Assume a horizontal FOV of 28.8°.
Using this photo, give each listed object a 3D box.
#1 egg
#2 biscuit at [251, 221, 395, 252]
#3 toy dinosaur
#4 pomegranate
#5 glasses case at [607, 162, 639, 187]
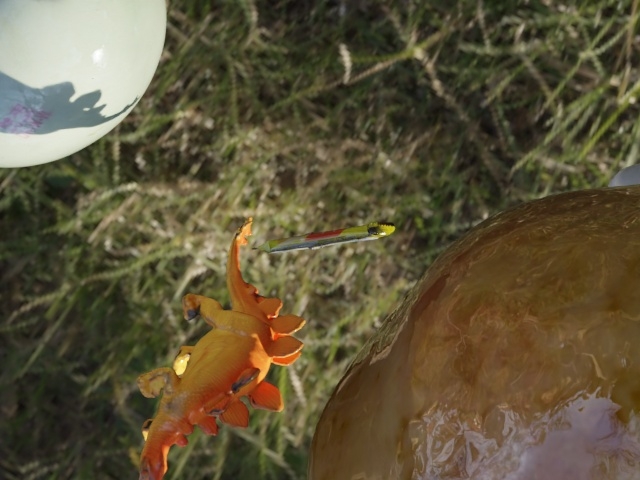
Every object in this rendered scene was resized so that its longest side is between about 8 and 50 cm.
[{"bbox_3d":[-0.284,-0.187,1.198,0.230,0.230,0.371,42,146,-14],"label":"egg"},{"bbox_3d":[0.000,0.000,1.835,0.048,0.026,0.292,2,173,-38],"label":"biscuit"},{"bbox_3d":[-0.071,0.093,1.046,0.117,0.288,0.070,10,138,18],"label":"toy dinosaur"},{"bbox_3d":[0.185,0.167,0.763,0.411,0.411,0.411,15,136,15],"label":"pomegranate"},{"bbox_3d":[0.427,-0.053,1.425,0.092,0.233,0.059,67,150,19],"label":"glasses case"}]
